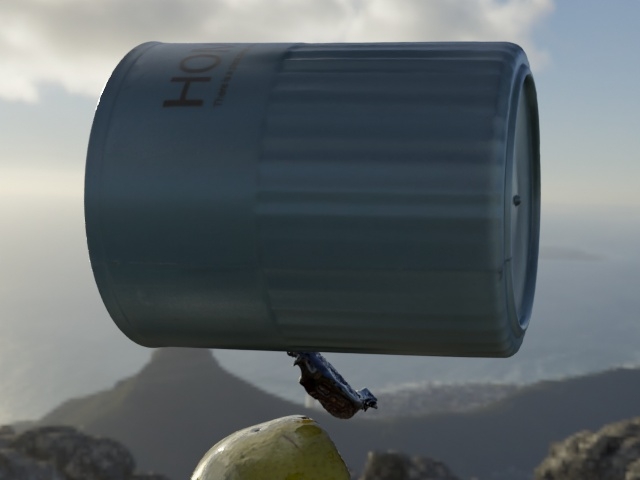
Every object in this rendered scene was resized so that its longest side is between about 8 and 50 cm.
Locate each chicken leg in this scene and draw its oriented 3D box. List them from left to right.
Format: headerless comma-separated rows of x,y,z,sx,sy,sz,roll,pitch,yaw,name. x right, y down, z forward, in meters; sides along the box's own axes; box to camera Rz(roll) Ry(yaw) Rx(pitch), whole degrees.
0.029,0.242,1.724,0.051,0.106,0.253,-36,-41,12,chicken leg

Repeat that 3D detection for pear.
-0.096,0.427,1.528,0.191,0.341,0.386,-1,15,-30,pear

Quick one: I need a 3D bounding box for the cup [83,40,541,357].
0.021,-0.031,0.884,0.311,0.257,0.331,2,-3,18,cup
